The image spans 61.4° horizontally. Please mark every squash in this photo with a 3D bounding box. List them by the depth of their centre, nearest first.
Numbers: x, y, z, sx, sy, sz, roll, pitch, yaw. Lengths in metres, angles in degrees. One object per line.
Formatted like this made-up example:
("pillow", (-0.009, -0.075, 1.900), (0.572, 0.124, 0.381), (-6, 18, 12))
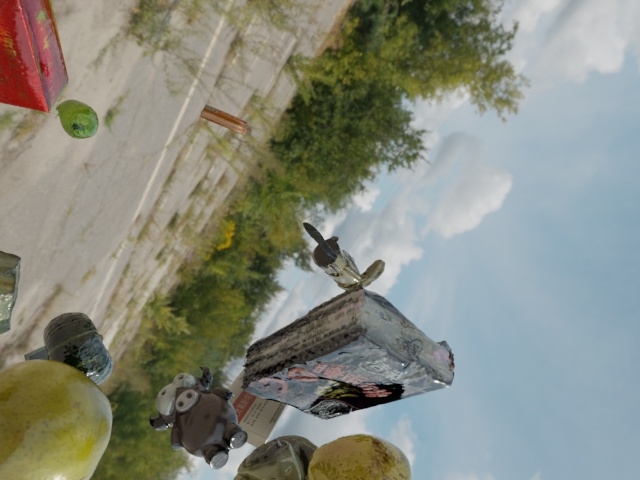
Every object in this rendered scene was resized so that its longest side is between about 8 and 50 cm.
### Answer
("squash", (-0.757, 0.345, 1.685), (0.165, 0.252, 0.252), (-20, 173, -21))

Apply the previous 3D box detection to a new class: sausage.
("sausage", (-0.192, -0.247, 1.109), (0.031, 0.107, 0.031), (-160, -90, -78))

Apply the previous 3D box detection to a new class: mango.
("mango", (-0.712, -0.362, 1.596), (0.100, 0.119, 0.178), (-22, -159, -7))

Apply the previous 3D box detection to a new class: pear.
("pear", (0.090, 0.585, 1.265), (0.271, 0.271, 0.271), (-55, -172, 11))
("pear", (-0.713, 0.484, 1.354), (0.362, 0.362, 0.418), (-57, 161, -4))

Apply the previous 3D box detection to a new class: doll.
("doll", (-0.278, 0.395, 1.211), (0.182, 0.257, 0.117), (-42, 142, -19))

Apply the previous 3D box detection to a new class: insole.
("insole", (0.000, 0.000, 1.337), (0.053, 0.152, 0.002), (11, -119, 45))

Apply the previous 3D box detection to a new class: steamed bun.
("steamed bun", (-0.120, 0.694, 1.537), (0.394, 0.347, 0.237), (-124, -157, -76))

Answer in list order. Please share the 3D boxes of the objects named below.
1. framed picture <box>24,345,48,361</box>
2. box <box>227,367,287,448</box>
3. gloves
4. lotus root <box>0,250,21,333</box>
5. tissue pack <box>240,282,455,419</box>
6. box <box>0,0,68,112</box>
("framed picture", (-0.904, 0.450, 1.788), (0.150, 0.015, 0.203), (-33, 117, -74))
("box", (-0.231, 0.579, 1.924), (0.353, 0.214, 0.069), (-45, 157, -71))
("gloves", (0.100, 0.097, 1.792), (0.154, 0.331, 0.141), (-2, -111, 37))
("lotus root", (-0.814, 0.123, 1.160), (0.142, 0.314, 0.210), (-51, -126, 28))
("tissue pack", (0.046, 0.221, 0.973), (0.332, 0.245, 0.123), (-32, -141, 38))
("box", (-0.528, -0.302, 0.725), (0.197, 0.314, 0.089), (109, -9, -54))
